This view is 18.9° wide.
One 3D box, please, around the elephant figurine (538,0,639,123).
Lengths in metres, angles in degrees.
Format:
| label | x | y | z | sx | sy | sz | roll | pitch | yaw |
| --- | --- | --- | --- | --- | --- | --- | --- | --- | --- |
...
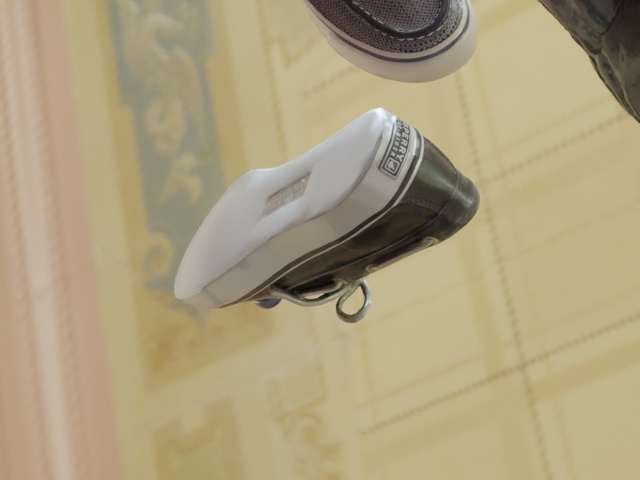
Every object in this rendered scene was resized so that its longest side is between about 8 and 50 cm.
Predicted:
| label | x | y | z | sx | sy | sz | roll | pitch | yaw |
| --- | --- | --- | --- | --- | --- | --- | --- | --- | --- |
| elephant figurine | 0.221 | -0.174 | 0.966 | 0.169 | 0.239 | 0.186 | 38 | -37 | 1 |

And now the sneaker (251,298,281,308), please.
| label | x | y | z | sx | sy | sz | roll | pitch | yaw |
| --- | --- | --- | --- | --- | --- | --- | --- | --- | --- |
| sneaker | -0.045 | 0.031 | 1.685 | 0.052 | 0.058 | 0.135 | -40 | -156 | 5 |

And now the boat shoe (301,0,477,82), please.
| label | x | y | z | sx | sy | sz | roll | pitch | yaw |
| --- | --- | --- | --- | --- | --- | --- | --- | --- | --- |
| boat shoe | 0.008 | -0.284 | 1.643 | 0.127 | 0.158 | 0.340 | -34 | -126 | -8 |

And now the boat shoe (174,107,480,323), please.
| label | x | y | z | sx | sy | sz | roll | pitch | yaw |
| --- | --- | --- | --- | --- | --- | --- | --- | --- | --- |
| boat shoe | 0.001 | -0.004 | 1.379 | 0.306 | 0.105 | 0.113 | -31 | -147 | 50 |
